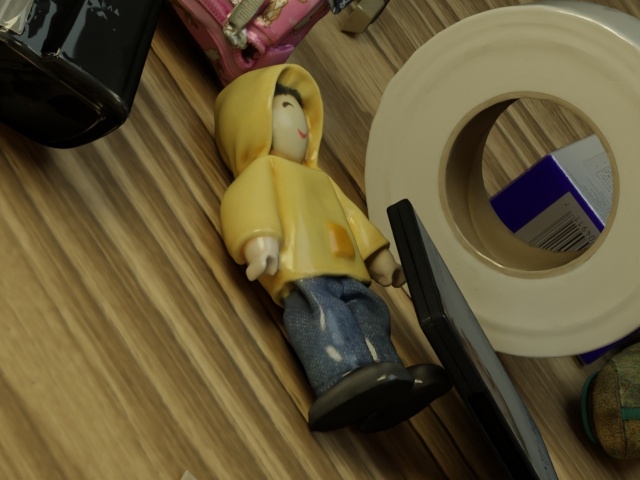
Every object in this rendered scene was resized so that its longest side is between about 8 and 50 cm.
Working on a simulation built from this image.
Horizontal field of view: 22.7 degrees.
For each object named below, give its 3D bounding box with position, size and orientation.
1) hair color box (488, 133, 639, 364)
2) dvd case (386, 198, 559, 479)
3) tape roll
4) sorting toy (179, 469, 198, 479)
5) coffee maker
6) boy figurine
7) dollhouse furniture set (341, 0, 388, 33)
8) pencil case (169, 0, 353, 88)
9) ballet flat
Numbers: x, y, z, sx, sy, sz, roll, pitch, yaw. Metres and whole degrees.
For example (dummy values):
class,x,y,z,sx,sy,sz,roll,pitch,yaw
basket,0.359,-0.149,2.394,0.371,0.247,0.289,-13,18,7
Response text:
class,x,y,z,sx,sy,sz,roll,pitch,yaw
hair color box,0.299,-0.011,1.621,0.185,0.110,0.339,55,29,7
dvd case,0.123,0.107,1.175,0.253,0.022,0.180,59,9,-26
tape roll,0.183,-0.050,1.289,0.286,0.286,0.100,55,26,6
sorting toy,-0.057,0.178,0.935,0.083,0.012,0.062,46,27,-11
coffee maker,-0.141,-0.155,1.025,0.171,0.120,0.178,21,64,-10
boy figurine,0.000,0.000,1.159,0.177,0.092,0.285,13,50,-48
dollhouse furniture set,0.036,-0.263,1.559,0.081,0.091,0.114,35,31,-1
pencil case,-0.143,-0.292,1.221,0.386,0.160,0.167,44,-9,-14
ballet flat,0.354,0.131,1.512,0.123,0.123,0.348,57,28,9
